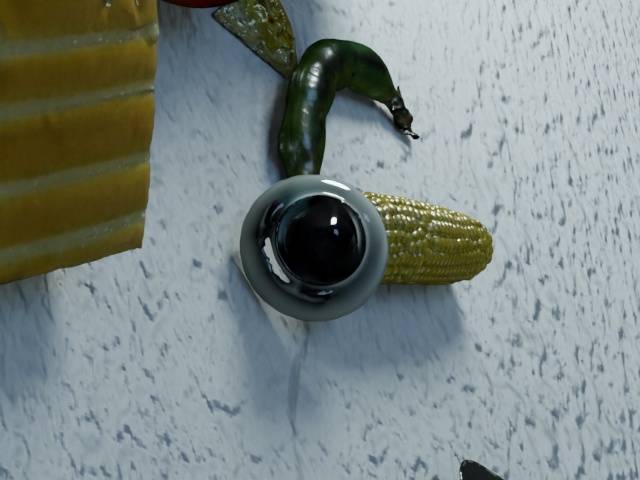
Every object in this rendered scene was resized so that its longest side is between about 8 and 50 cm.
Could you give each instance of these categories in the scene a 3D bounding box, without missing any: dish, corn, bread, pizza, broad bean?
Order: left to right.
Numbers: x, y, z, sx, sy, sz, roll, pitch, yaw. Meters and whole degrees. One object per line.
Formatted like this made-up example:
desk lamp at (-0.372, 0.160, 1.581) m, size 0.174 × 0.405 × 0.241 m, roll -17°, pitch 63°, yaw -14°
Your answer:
bread at (-0.237, -0.096, 1.407) m, size 0.246 × 0.111 × 0.239 m, roll -19°, pitch 119°, yaw -55°
pizza at (-0.065, -0.224, 1.910) m, size 0.109 × 0.026 × 0.123 m, roll 2°, pitch 62°, yaw -49°
dish at (0.000, 0.000, 1.693) m, size 0.141 × 0.078 × 0.141 m, roll 2°, pitch 79°, yaw -9°
broad bean at (0.019, -0.138, 1.920) m, size 0.292 × 0.049 × 0.144 m, roll -34°, pitch 101°, yaw -59°
corn at (0.086, 0.001, 1.858) m, size 0.091 × 0.091 × 0.260 m, roll 48°, pitch 24°, yaw 27°

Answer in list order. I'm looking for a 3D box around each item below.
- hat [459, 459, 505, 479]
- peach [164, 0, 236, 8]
hat at (0.151, 0.267, 1.754) m, size 0.121 × 0.050 × 0.121 m, roll 33°, pitch 45°, yaw -39°
peach at (-0.125, -0.338, 1.755) m, size 0.243 × 0.199 × 0.243 m, roll 57°, pitch 11°, yaw -17°
